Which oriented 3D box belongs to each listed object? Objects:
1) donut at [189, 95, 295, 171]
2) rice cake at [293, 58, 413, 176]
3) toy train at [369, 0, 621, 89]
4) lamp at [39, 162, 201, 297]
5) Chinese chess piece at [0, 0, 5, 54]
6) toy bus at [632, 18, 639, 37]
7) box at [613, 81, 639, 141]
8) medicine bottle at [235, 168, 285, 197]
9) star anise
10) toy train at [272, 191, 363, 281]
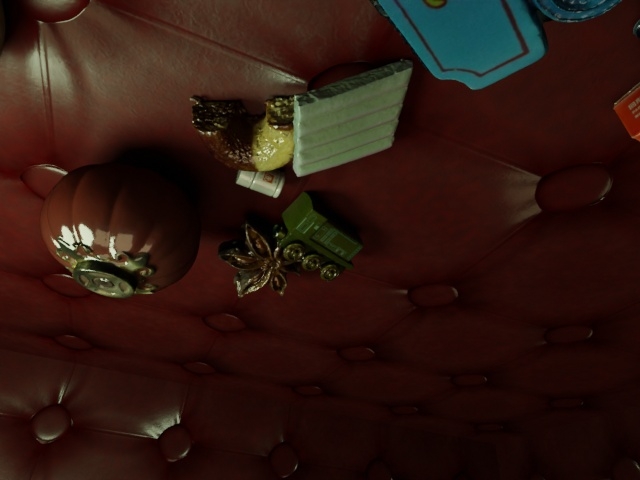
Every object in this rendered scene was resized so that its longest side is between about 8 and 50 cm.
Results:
[{"bbox_3d":[-0.114,-0.185,0.809,0.217,0.085,0.141,-4,143,9],"label":"donut"},{"bbox_3d":[0.049,-0.195,0.754,0.198,0.037,0.189,-17,148,-17],"label":"rice cake"},{"bbox_3d":[0.170,-0.341,0.486,0.264,0.188,0.300,-20,138,37],"label":"toy train"},{"bbox_3d":[-0.396,-0.021,0.920,0.302,0.257,0.303,4,145,3],"label":"lamp"},{"bbox_3d":[-0.620,-0.344,0.606,0.337,0.141,0.338,4,144,3],"label":"Chinese chess piece"},{"bbox_3d":[0.457,-0.315,0.568,0.094,0.079,0.236,-18,138,25],"label":"toy bus"},{"bbox_3d":[0.583,-0.195,0.703,0.182,0.099,0.133,20,139,-17],"label":"box"},{"bbox_3d":[-0.120,-0.126,0.914,0.089,0.057,0.057,19,142,-18],"label":"medicine bottle"},{"bbox_3d":[-0.147,0.044,1.110,0.214,0.099,0.220,17,122,-22],"label":"star anise"},{"bbox_3d":[0.000,0.000,1.028,0.137,0.090,0.225,-46,130,16],"label":"toy train"}]
